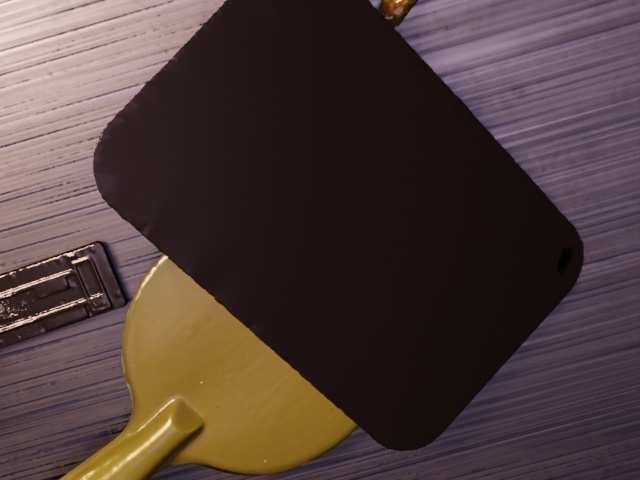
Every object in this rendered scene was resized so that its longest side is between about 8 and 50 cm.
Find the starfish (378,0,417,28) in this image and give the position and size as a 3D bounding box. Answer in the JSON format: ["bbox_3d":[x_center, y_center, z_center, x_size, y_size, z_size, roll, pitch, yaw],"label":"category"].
[{"bbox_3d":[0.156,-0.326,0.675,0.358,0.078,0.347,-21,100,4],"label":"starfish"}]

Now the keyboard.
[{"bbox_3d":[-0.269,0.060,0.789,0.204,0.013,0.061,-19,104,3],"label":"keyboard"}]

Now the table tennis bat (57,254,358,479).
[{"bbox_3d":[-0.099,0.133,0.794,0.369,0.054,0.224,-43,101,5],"label":"table tennis bat"}]

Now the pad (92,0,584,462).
[{"bbox_3d":[0.000,0.001,0.751,0.315,0.063,0.375,-47,109,-5],"label":"pad"}]
